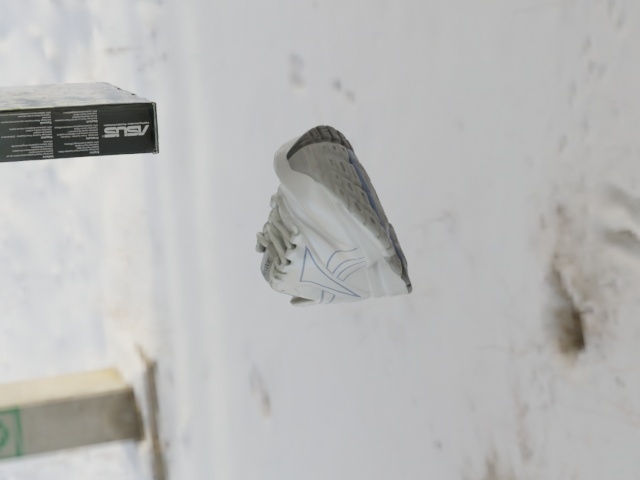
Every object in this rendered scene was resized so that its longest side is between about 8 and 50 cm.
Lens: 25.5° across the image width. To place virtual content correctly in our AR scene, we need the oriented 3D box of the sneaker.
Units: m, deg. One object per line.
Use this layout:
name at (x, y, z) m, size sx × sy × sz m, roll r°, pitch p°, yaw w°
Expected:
sneaker at (0.000, 0.000, 1.260) m, size 0.297 × 0.129 × 0.111 m, roll 62°, pitch -172°, yaw -63°

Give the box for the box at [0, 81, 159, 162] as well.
box at (-0.233, -0.090, 1.067) m, size 0.184 × 0.190 × 0.045 m, roll -146°, pitch 54°, yaw -66°
